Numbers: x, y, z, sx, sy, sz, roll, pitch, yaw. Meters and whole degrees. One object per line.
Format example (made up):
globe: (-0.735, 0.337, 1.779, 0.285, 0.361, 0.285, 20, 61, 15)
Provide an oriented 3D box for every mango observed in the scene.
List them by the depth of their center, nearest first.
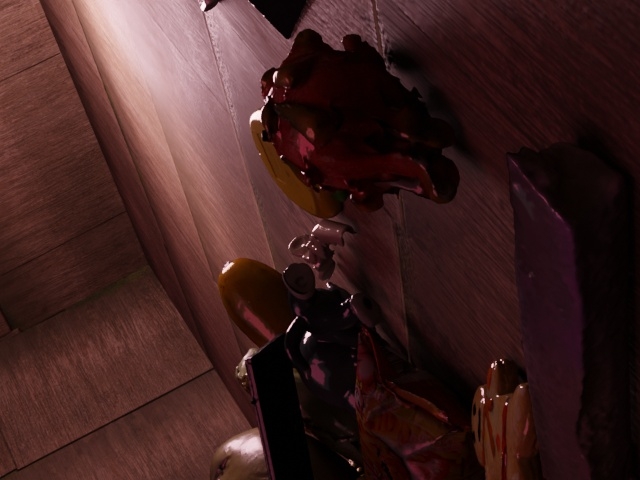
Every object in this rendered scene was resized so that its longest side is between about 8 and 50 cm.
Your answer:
mango: (-0.069, 0.128, 1.956, 0.253, 0.113, 0.138, 45, 169, 21)

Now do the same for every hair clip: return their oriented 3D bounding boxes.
hair clip: (0.000, 0.000, 1.539, 0.072, 0.034, 0.226, 39, 166, 4)

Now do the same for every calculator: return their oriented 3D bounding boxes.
calculator: (-0.030, -0.096, 1.488, 0.235, 0.032, 0.146, 31, 148, 63)

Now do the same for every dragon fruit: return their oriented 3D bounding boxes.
dragon fruit: (0.039, -0.093, 1.039, 0.207, 0.133, 0.150, 37, -176, 25)

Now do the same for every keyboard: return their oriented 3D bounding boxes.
keyboard: (-0.047, 0.286, 1.637, 0.018, 0.101, 0.310, -1, 107, 31)

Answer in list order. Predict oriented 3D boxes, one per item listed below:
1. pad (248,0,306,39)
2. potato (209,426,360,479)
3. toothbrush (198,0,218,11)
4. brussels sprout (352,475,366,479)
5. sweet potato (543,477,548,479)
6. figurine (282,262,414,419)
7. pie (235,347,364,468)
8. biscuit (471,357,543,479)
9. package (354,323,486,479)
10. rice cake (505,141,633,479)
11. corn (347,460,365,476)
pad: (-0.068, -0.292, 1.188, 0.159, 0.009, 0.265, 45, 169, -2)
potato: (-0.048, 0.412, 1.862, 0.326, 0.221, 0.243, 36, 178, 44)
toothbrush: (-0.108, -0.310, 1.358, 0.030, 0.025, 0.342, 58, 168, -6)
brussels sprout: (0.112, 0.483, 1.596, 0.268, 0.344, 0.344, -24, 96, 35)
sweet potato: (0.248, 0.298, 1.065, 0.359, 0.112, 0.112, -121, 7, -65)
figurine: (0.025, 0.137, 1.553, 0.193, 0.140, 0.265, 32, 173, 32)
pie: (0.003, 0.262, 1.823, 0.296, 0.078, 0.371, 34, 172, -3)
biscuit: (0.175, 0.191, 1.151, 0.234, 0.030, 0.153, -134, 46, -84)
package: (0.125, 0.258, 1.437, 0.223, 0.108, 0.288, 38, 146, 47)
rice cake: (0.196, 0.079, 0.905, 0.070, 0.064, 0.399, 38, 155, 39)
corn: (0.128, 0.473, 1.929, 0.292, 0.101, 0.101, 55, 166, 21)
